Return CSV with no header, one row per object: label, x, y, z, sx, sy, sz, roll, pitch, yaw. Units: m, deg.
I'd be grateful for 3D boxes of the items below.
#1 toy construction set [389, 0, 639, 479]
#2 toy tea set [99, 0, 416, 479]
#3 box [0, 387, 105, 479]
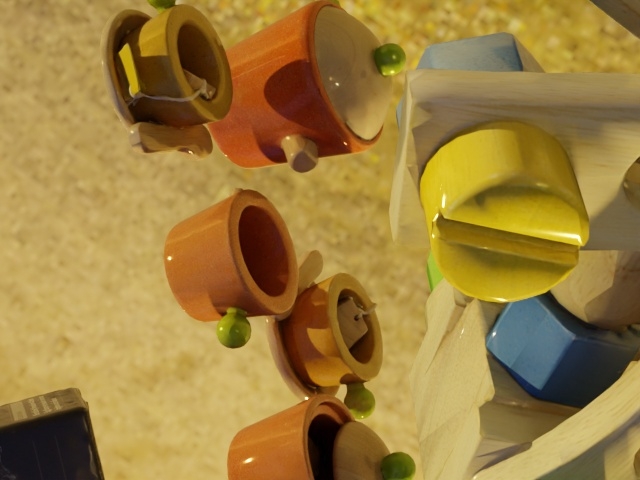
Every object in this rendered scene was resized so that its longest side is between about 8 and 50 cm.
toy construction set,0.158,0.035,0.392,0.328,0.151,0.215,19,123,1
toy tea set,0.000,0.000,1.013,0.124,0.200,0.336,-17,89,26
box,-0.169,0.166,0.814,0.093,0.158,0.156,-174,71,-78
